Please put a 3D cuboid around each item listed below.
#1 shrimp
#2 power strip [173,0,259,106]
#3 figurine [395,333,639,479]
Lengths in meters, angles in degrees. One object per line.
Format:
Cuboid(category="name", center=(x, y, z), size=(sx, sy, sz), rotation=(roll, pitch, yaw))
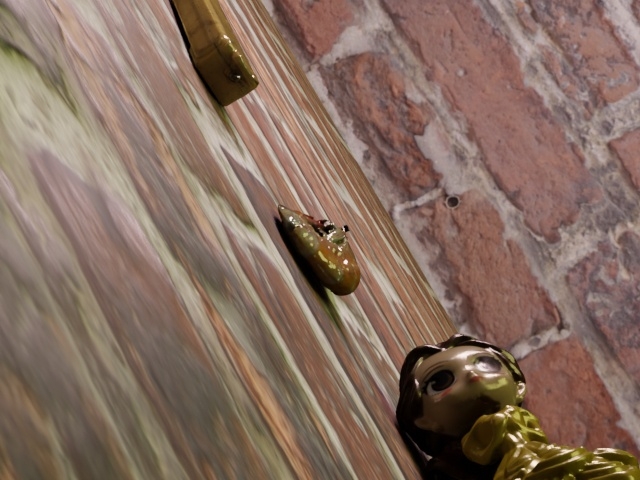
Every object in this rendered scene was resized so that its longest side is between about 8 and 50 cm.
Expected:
Cuboid(category="shrimp", center=(0.000, 0.000, 1.507), size=(0.101, 0.042, 0.190), rotation=(51, 7, -5))
Cuboid(category="power strip", center=(-0.112, -0.209, 1.660), size=(0.064, 0.044, 0.305), rotation=(56, 4, -30))
Cuboid(category="figurine", center=(0.156, 0.178, 1.356), size=(0.168, 0.187, 0.315), rotation=(49, 1, -37))
